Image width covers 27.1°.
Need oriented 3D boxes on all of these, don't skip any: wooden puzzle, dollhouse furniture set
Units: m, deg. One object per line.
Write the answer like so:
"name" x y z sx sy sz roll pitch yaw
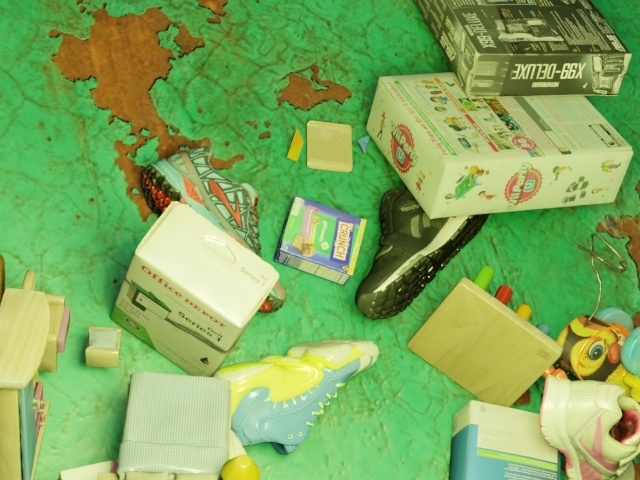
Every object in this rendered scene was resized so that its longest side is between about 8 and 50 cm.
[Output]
"wooden puzzle" 0.011 -0.134 1.908 0.116 0.014 0.079 12 68 -11
"dollhouse furniture set" -0.212 0.153 1.533 0.303 0.198 0.286 6 43 -5

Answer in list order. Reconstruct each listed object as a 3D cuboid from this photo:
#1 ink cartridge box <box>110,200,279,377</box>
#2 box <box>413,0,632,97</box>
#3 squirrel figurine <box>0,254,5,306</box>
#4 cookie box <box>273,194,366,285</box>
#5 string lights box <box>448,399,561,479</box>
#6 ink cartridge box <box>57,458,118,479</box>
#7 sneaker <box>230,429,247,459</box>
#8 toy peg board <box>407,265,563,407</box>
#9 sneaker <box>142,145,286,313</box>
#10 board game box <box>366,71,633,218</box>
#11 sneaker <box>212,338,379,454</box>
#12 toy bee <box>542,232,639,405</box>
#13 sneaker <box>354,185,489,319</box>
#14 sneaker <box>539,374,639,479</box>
"ink cartridge box" -0.160 0.069 1.646 0.160 0.219 0.093 35 61 1
"box" 0.286 -0.331 1.975 0.242 0.077 0.307 -4 43 -18
"squirrel figurine" -0.555 0.099 1.495 0.370 0.281 0.397 0 64 -10
"cookie box" 0.000 0.000 1.826 0.107 0.040 0.092 19 62 -8
"string lights box" 0.235 0.350 1.716 0.133 0.077 0.260 13 64 -11
"ink cartridge box" -0.252 0.297 1.589 0.122 0.088 0.052 -10 69 -21
"sneaker" -0.114 0.324 1.582 0.115 0.090 0.232 -16 39 -28
"toy peg board" 0.229 0.123 1.780 0.160 0.161 0.079 35 47 1
"sneaker" -0.116 -0.025 1.769 0.125 0.104 0.262 -34 80 -29
"board game box" 0.250 -0.144 1.878 0.303 0.098 0.224 -5 40 -24
"sneaker" -0.027 0.203 1.715 0.240 0.091 0.126 -11 94 -26
"toy bee" 0.373 0.155 1.791 0.162 0.195 0.298 -40 99 -10
"sneaker" 0.114 -0.003 1.839 0.124 0.107 0.283 35 51 18
"sneaker" 0.371 0.262 1.718 0.111 0.252 0.103 -4 56 29
